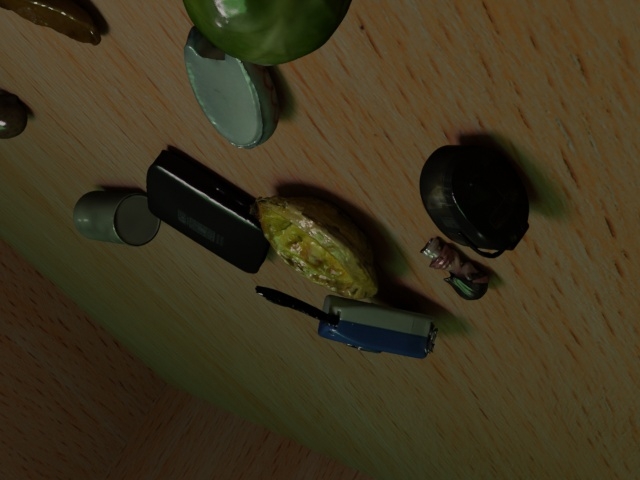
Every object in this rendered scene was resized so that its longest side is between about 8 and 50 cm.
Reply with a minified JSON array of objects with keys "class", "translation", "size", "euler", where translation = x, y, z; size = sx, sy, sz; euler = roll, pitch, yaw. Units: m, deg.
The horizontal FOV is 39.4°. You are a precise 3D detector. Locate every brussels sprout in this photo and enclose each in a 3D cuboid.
[{"class":"brussels sprout","translation":[-0.054,-0.296,0.885],"size":[0.244,0.244,0.244],"euler":[29,159,12]}]

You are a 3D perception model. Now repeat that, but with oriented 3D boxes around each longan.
[{"class":"longan","translation":[-0.719,-0.285,2.037],"size":[0.113,0.092,0.114],"euler":[7,108,21]}]

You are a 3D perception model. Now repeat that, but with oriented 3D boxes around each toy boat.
[{"class":"toy boat","translation":[-0.123,-0.233,1.339],"size":[0.134,0.079,0.208],"euler":[10,139,31]}]

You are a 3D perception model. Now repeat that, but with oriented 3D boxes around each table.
[{"class":"table","translation":[-0.493,-0.056,2.155],"size":[0.220,0.126,0.126],"euler":[7,147,49]}]

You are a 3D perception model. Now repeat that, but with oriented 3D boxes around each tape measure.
[{"class":"tape measure","translation":[0.034,0.151,1.719],"size":[0.351,0.098,0.215],"euler":[14,176,-7]}]

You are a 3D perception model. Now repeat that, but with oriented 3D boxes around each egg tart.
[{"class":"egg tart","translation":[0.000,0.000,1.625],"size":[0.278,0.095,0.279],"euler":[34,161,14]}]

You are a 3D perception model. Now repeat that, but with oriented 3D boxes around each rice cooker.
[{"class":"rice cooker","translation":[0.203,-0.054,1.179],"size":[0.106,0.112,0.165],"euler":[16,151,49]}]

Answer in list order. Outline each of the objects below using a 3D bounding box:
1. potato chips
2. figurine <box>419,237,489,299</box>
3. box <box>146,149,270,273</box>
[{"class":"potato chips","translation":[-0.453,-0.383,1.486],"size":[0.201,0.049,0.150],"euler":[14,167,33]},{"class":"figurine","translation":[0.219,0.052,1.468],"size":[0.129,0.054,0.072],"euler":[36,163,-1]},{"class":"box","translation":[-0.229,-0.052,1.860],"size":[0.288,0.073,0.290],"euler":[32,159,3]}]
